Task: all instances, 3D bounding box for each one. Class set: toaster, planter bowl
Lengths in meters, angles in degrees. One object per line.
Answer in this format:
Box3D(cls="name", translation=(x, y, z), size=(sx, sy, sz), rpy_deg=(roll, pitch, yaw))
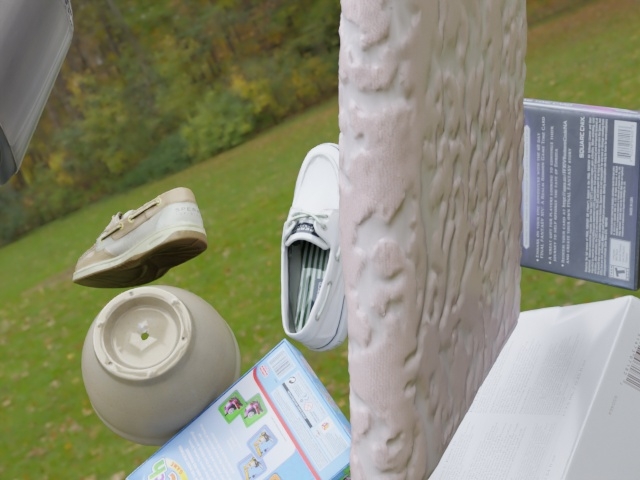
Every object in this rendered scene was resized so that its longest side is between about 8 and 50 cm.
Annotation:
Box3D(cls="toaster", translation=(-0.253, -0.148, 0.729), size=(0.129, 0.146, 0.227), rpy_deg=(16, -24, 9))
Box3D(cls="planter bowl", translation=(-0.166, 0.111, 1.079), size=(0.162, 0.162, 0.109), rpy_deg=(-25, -26, -7))

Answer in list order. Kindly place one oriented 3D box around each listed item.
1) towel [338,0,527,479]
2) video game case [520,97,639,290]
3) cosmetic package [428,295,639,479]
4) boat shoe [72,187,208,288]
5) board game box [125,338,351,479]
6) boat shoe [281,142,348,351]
Box3D(cls="towel", translation=(0.085, -0.034, 0.757), size=(0.053, 0.332, 0.317), rpy_deg=(5, 21, 22))
Box3D(cls="video game case", translation=(0.232, -0.062, 1.221), size=(0.274, 0.196, 0.026), rpy_deg=(13, 27, 36))
Box3D(cls="cosmetic package", translation=(0.155, 0.243, 0.933), size=(0.377, 0.097, 0.284), rpy_deg=(-65, 16, -15))
Box3D(cls="boat shoe", translation=(-0.126, 0.001, 0.757), size=(0.135, 0.045, 0.050), rpy_deg=(-21, -23, 40))
Box3D(cls="board game box", translation=(-0.070, 0.217, 1.020), size=(0.211, 0.039, 0.160), rpy_deg=(-41, 47, 3))
Box3D(cls="boat shoe", translation=(0.000, 0.000, 1.137), size=(0.083, 0.226, 0.076), rpy_deg=(-9, -17, 27))
